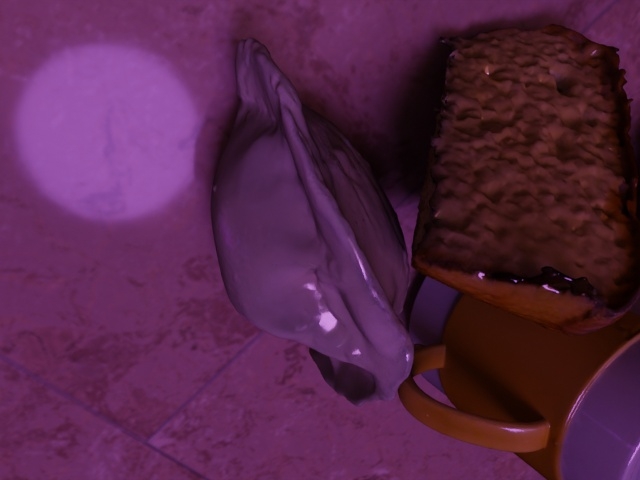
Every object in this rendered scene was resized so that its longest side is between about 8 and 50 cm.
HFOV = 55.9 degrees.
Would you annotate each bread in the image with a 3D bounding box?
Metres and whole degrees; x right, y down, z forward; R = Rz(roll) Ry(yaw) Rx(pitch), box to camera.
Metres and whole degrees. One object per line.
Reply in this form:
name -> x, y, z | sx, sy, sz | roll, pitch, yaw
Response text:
bread -> 0.129, -0.031, 0.412 | 0.129, 0.260, 0.134 | 10, 138, 8

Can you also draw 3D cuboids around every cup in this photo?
cup -> 0.175, 0.103, 0.469 | 0.241, 0.226, 0.185 | -11, 116, -22

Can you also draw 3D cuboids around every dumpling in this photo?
dumpling -> 0.000, 0.000, 0.389 | 0.131, 0.179, 0.252 | -14, 118, -11
